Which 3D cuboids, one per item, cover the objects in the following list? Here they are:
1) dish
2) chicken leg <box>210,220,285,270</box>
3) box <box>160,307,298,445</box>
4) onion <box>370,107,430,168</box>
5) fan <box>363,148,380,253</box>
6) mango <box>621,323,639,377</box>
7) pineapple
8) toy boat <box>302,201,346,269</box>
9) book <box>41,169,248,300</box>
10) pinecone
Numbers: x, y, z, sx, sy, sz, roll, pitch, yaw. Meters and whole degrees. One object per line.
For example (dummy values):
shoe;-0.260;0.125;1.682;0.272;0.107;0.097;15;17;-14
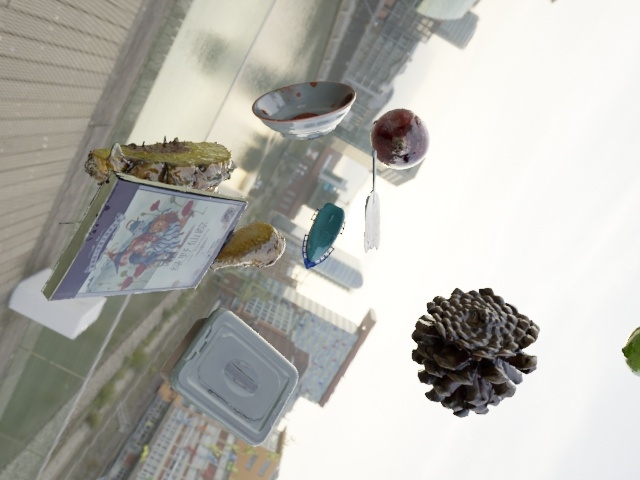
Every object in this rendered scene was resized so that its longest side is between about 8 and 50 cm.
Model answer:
dish;-0.037;-0.314;1.324;0.260;0.260;0.085;-68;155;-51
chicken leg;-0.199;0.033;1.159;0.107;0.251;0.087;48;-25;52
box;-0.093;0.134;0.525;0.062;0.122;0.089;-10;-140;50
onion;0.201;-0.251;1.325;0.160;0.159;0.195;-60;-176;17
fan;0.116;-0.085;1.161;0.152;0.008;0.227;-14;106;-69
mango;0.768;0.245;1.229;0.119;0.100;0.179;-105;-162;-48
pineapple;-0.260;-0.089;0.945;0.334;0.161;0.158;-14;126;-62
toy boat;0.000;0.000;1.320;0.110;0.091;0.175;120;-5;-68
book;-0.191;0.004;0.632;0.158;0.026;0.231;-55;157;14
pinecone;0.434;0.345;1.539;0.385;0.384;0.384;-60;-175;9
